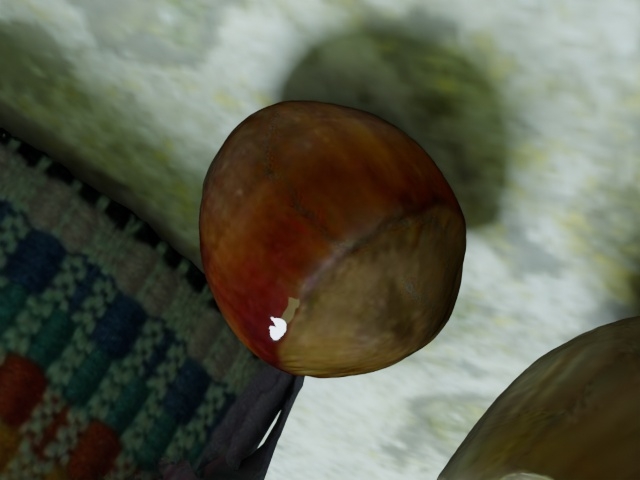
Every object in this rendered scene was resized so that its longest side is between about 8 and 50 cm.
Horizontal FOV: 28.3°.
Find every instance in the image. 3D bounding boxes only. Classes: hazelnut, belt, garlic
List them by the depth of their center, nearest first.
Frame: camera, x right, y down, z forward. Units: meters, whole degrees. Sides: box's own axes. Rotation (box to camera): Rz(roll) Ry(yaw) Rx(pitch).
[{"bbox_3d":[0.000,0.000,0.366,0.086,0.086,0.086,18,144,14],"label":"hazelnut"},{"bbox_3d":[0.118,0.086,0.368,0.195,0.101,0.087,41,139,-20],"label":"garlic"},{"bbox_3d":[-0.177,0.053,0.472,0.295,0.160,0.207,34,145,-8],"label":"belt"}]
